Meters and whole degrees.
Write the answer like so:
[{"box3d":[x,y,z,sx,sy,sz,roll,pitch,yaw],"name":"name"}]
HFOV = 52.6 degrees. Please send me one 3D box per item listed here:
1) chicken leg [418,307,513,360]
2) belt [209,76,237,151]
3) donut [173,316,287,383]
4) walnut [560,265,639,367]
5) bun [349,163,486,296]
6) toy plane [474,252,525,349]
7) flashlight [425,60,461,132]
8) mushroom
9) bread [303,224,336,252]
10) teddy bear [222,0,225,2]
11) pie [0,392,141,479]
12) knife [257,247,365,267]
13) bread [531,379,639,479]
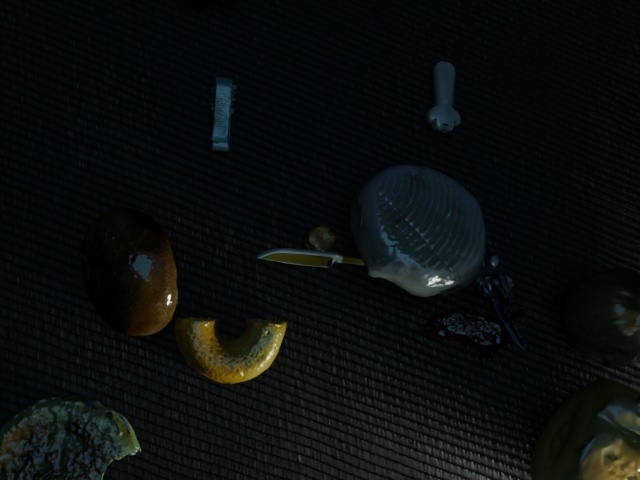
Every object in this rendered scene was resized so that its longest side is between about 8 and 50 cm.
[{"box3d":[0.361,0.221,1.577,0.233,0.063,0.105,23,70,-2],"name":"chicken leg"},{"box3d":[-0.243,-0.308,1.591,0.065,0.100,0.179,5,92,-9],"name":"belt"},{"box3d":[-0.200,0.250,1.463,0.258,0.101,0.152,2,83,-13],"name":"donut"},{"box3d":[0.714,0.185,1.560,0.248,0.248,0.249,2,78,-9],"name":"walnut"},{"box3d":[0.217,-0.019,1.522,0.354,0.194,0.355,12,56,-19],"name":"bun"},{"box3d":[0.443,0.144,1.567,0.169,0.078,0.246,2,54,-48],"name":"toy plane"},{"box3d":[0.323,-0.378,1.708,0.093,0.047,0.201,6,74,-9],"name":"flashlight"},{"box3d":[-0.410,0.072,1.382,0.163,0.278,0.297,-20,41,-32],"name":"mushroom"},{"box3d":[0.000,0.000,1.571,0.080,0.046,0.083,7,75,-14],"name":"bread"},{"box3d":[-0.258,-0.839,1.682,0.327,0.375,0.362,6,119,-9],"name":"teddy bear"},{"box3d":[-0.543,0.470,1.366,0.302,0.067,0.303,2,77,-9],"name":"pie"},{"box3d":[0.017,0.050,1.552,0.342,0.061,0.027,7,57,-19],"name":"knife"},{"box3d":[0.680,0.536,1.462,0.376,0.253,0.348,32,80,0],"name":"bread"}]
